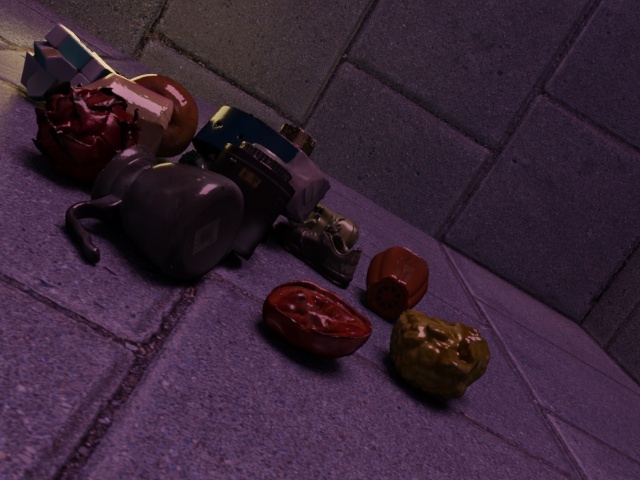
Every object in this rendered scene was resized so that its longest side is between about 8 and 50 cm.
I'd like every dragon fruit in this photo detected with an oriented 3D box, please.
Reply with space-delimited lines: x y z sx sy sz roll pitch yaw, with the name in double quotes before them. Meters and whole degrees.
"dragon fruit" -0.499 -0.213 1.451 0.293 0.234 0.234 47 14 3

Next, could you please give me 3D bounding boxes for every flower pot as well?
"flower pot" 0.210 0.134 1.872 0.191 0.190 0.173 32 26 3

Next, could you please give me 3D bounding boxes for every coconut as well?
"coconut" -0.535 -0.317 1.713 0.245 0.233 0.233 20 16 -22

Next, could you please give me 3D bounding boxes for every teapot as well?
"teapot" -0.345 -0.045 1.293 0.285 0.305 0.223 29 -25 20

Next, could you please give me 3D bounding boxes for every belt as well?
"belt" -0.357 -0.187 1.840 0.079 0.121 0.151 19 19 -50
"belt" -0.177 -0.220 1.892 0.437 0.173 0.300 29 -12 26

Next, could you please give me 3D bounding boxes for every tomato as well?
"tomato" -0.018 0.173 1.332 0.228 0.101 0.228 21 16 -7

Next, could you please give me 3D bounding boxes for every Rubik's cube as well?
"Rubik's cube" -0.728 -0.466 1.872 0.224 0.213 0.265 45 1 -6

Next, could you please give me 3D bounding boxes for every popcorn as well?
"popcorn" 0.266 0.255 1.520 0.225 0.173 0.286 29 10 24

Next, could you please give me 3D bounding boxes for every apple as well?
"apple" -0.495 -0.375 1.972 0.261 0.260 0.194 28 -3 -16

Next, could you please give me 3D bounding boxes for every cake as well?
"cake" -0.145 -0.250 2.263 0.158 0.283 0.172 32 29 2

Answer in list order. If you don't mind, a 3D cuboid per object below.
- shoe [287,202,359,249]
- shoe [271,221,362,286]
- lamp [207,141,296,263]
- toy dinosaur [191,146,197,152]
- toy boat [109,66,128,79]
"shoe" -0.007 -0.048 2.131 0.262 0.140 0.128 30 2 19
"shoe" -0.001 0.000 1.907 0.293 0.149 0.109 37 15 18
"lamp" -0.197 -0.100 1.541 0.205 0.272 0.374 33 13 12
"toy dinosaur" -0.293 -0.213 2.171 0.301 0.087 0.447 30 19 -3
"toy boat" -0.832 -0.592 2.280 0.296 0.114 0.122 25 6 -30
